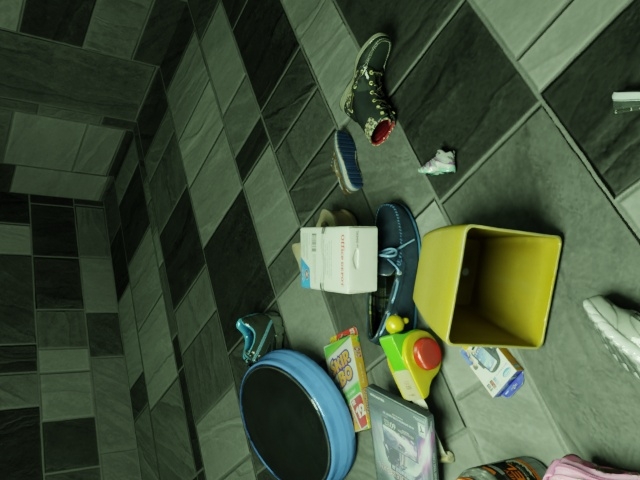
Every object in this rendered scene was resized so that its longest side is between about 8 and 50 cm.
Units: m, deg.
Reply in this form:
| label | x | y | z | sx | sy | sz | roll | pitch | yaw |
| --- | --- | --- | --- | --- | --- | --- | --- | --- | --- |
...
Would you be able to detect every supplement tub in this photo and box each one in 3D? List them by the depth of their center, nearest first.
| label | x | y | z | sx | sy | sz | roll | pitch | yaw |
| --- | --- | --- | --- | --- | --- | --- | --- | --- | --- |
| supplement tub | 0.316 | 0.451 | 1.027 | 0.117 | 0.191 | 0.116 | -8 | 80 | 54 |

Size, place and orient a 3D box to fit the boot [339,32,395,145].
| label | x | y | z | sx | sy | sz | roll | pitch | yaw |
| --- | --- | --- | --- | --- | --- | --- | --- | --- | --- |
| boot | 0.144 | -0.373 | 1.461 | 0.178 | 0.085 | 0.236 | 61 | 139 | 35 |

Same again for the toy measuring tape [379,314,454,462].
| label | x | y | z | sx | sy | sz | roll | pitch | yaw |
| --- | --- | --- | --- | --- | --- | --- | --- | --- | --- |
| toy measuring tape | 0.232 | 0.308 | 1.272 | 0.121 | 0.121 | 0.330 | -27 | 87 | 50 |

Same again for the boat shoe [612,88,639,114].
| label | x | y | z | sx | sy | sz | roll | pitch | yaw |
| --- | --- | --- | --- | --- | --- | --- | --- | --- | --- |
| boat shoe | 0.533 | -0.217 | 0.928 | 0.142 | 0.049 | 0.040 | 23 | 124 | 55 |

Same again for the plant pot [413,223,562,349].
| label | x | y | z | sx | sy | sz | roll | pitch | yaw |
| --- | --- | --- | --- | --- | --- | --- | --- | --- | --- |
| plant pot | 0.293 | 0.073 | 1.110 | 0.187 | 0.212 | 0.212 | -158 | 75 | -68 |

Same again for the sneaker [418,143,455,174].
| label | x | y | z | sx | sy | sz | roll | pitch | yaw |
| --- | --- | --- | --- | --- | --- | --- | --- | --- | --- |
| sneaker | 0.263 | -0.183 | 1.312 | 0.098 | 0.038 | 0.069 | 3 | 87 | 45 |

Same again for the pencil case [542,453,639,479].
| label | x | y | z | sx | sy | sz | roll | pitch | yaw |
| --- | --- | --- | --- | --- | --- | --- | --- | --- | --- |
| pencil case | 0.500 | 0.394 | 0.802 | 0.386 | 0.160 | 0.167 | -20 | 62 | 53 |

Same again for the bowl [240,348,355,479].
| label | x | y | z | sx | sy | sz | roll | pitch | yaw |
| --- | --- | --- | --- | --- | --- | --- | --- | --- | --- |
| bowl | -0.077 | 0.489 | 1.573 | 0.391 | 0.077 | 0.390 | 16 | 114 | 41 |

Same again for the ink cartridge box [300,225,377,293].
| label | x | y | z | sx | sy | sz | roll | pitch | yaw |
| --- | --- | --- | --- | --- | --- | --- | --- | --- | --- |
| ink cartridge box | 0.040 | 0.041 | 1.354 | 0.203 | 0.086 | 0.148 | 2 | 92 | 57 |

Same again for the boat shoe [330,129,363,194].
| label | x | y | z | sx | sy | sz | roll | pitch | yaw |
| --- | --- | --- | --- | --- | --- | --- | --- | --- | --- |
| boat shoe | 0.058 | -0.209 | 1.577 | 0.066 | 0.066 | 0.183 | -35 | 58 | 49 |

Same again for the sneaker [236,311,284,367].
| label | x | y | z | sx | sy | sz | roll | pitch | yaw |
| --- | --- | --- | --- | --- | --- | --- | --- | --- | --- |
| sneaker | -0.170 | 0.382 | 1.768 | 0.125 | 0.140 | 0.340 | -41 | 55 | 41 |

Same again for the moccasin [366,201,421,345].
| label | x | y | z | sx | sy | sz | roll | pitch | yaw |
| --- | --- | --- | --- | --- | --- | --- | --- | --- | --- |
| moccasin | 0.160 | 0.074 | 1.355 | 0.138 | 0.117 | 0.341 | -19 | 70 | 53 |

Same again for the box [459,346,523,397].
| label | x | y | z | sx | sy | sz | roll | pitch | yaw |
| --- | --- | --- | --- | --- | --- | --- | --- | --- | --- |
| box | 0.340 | 0.244 | 1.159 | 0.081 | 0.028 | 0.136 | -62 | 40 | 29 |

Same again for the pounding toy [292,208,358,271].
| label | x | y | z | sx | sy | sz | roll | pitch | yaw |
| --- | --- | --- | --- | --- | --- | --- | --- | --- | --- |
| pounding toy | 0.000 | 0.000 | 1.557 | 0.270 | 0.155 | 0.154 | -23 | 72 | 52 |

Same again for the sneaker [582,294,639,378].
| label | x | y | z | sx | sy | sz | roll | pitch | yaw |
| --- | --- | --- | --- | --- | --- | --- | --- | --- | --- |
| sneaker | 0.523 | 0.161 | 0.878 | 0.115 | 0.105 | 0.281 | -42 | 39 | 0 |

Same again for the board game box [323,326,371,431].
| label | x | y | z | sx | sy | sz | roll | pitch | yaw |
| --- | --- | --- | --- | --- | --- | --- | --- | --- | --- |
| board game box | 0.072 | 0.364 | 1.521 | 0.124 | 0.039 | 0.259 | -35 | 56 | 47 |

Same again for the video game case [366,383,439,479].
| label | x | y | z | sx | sy | sz | roll | pitch | yaw |
| --- | --- | --- | --- | --- | --- | --- | --- | --- | --- |
| video game case | 0.183 | 0.473 | 1.288 | 0.196 | 0.026 | 0.274 | 13 | 113 | 55 |
